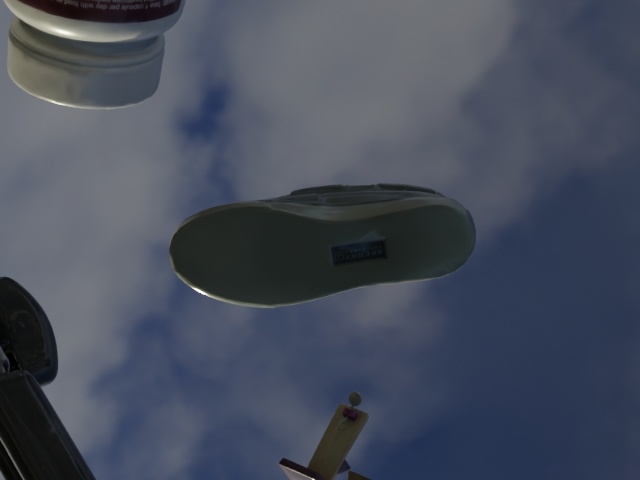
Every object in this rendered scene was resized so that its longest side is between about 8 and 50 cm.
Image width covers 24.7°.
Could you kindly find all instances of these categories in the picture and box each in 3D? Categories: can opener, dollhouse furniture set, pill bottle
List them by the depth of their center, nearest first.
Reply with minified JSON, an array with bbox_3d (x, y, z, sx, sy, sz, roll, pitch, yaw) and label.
[{"bbox_3d":[0.047,0.170,1.097,0.114,0.091,0.081,19,-114,28],"label":"dollhouse furniture set"},{"bbox_3d":[-0.212,0.129,1.121,0.283,0.095,0.076,51,-35,31],"label":"can opener"},{"bbox_3d":[-0.259,-0.369,1.717,0.224,0.224,0.392,45,-47,45],"label":"pill bottle"}]

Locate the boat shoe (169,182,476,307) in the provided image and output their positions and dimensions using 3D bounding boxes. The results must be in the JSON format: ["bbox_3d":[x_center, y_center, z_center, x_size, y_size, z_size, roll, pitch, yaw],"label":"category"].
[{"bbox_3d":[0.000,-0.001,1.105,0.081,0.228,0.079,-107,-167,-74],"label":"boat shoe"}]
